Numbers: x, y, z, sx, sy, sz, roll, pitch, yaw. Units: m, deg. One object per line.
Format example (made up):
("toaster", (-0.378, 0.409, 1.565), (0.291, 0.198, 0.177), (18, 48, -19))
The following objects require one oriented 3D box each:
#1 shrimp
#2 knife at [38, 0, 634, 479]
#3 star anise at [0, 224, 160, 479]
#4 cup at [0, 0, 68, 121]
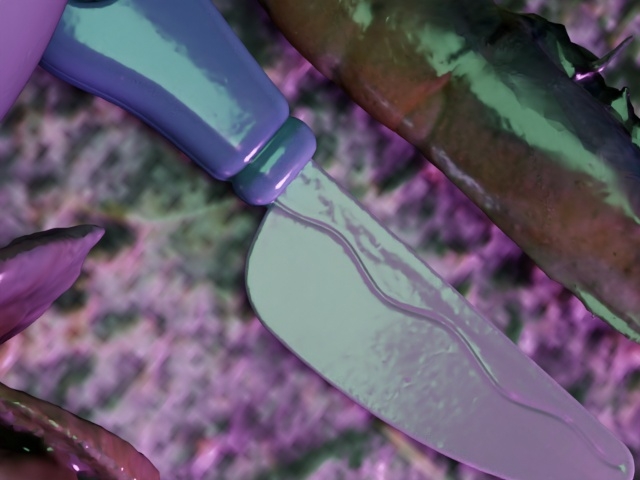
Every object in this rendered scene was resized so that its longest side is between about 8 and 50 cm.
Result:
("shrimp", (0.105, -0.076, 0.607), (0.198, 0.051, 0.262), (-42, 86, -19))
("knife", (-0.002, 0.001, 0.578), (0.244, 0.032, 0.058), (47, 68, -6))
("star anise", (-0.139, 0.047, 0.497), (0.236, 0.093, 0.229), (16, 69, -16))
("cup", (-0.203, -0.131, 0.407), (0.356, 0.259, 0.274), (-16, 46, 19))
